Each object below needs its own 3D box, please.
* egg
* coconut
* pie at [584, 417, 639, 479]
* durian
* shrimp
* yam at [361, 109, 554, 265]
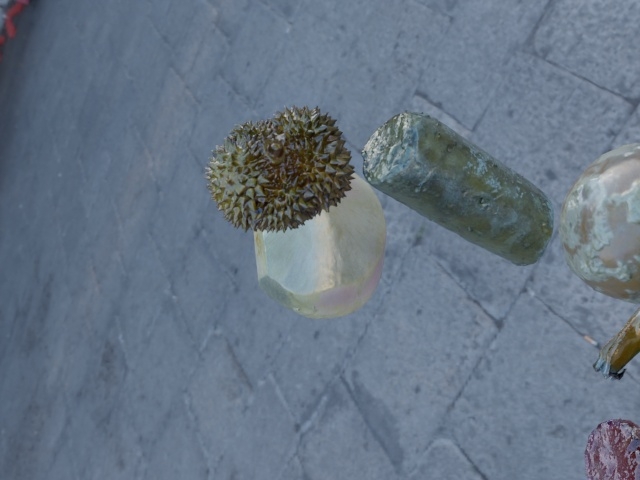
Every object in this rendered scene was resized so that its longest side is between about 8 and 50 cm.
[{"bbox_3d":[0.422,-0.023,0.988,0.204,0.245,0.203,-4,60,8],"label":"egg"},{"bbox_3d":[0.000,0.000,1.094,0.237,0.198,0.236,178,90,-89],"label":"coconut"},{"bbox_3d":[0.509,0.380,1.265,0.154,0.036,0.154,-174,90,-69],"label":"pie"},{"bbox_3d":[-0.042,-0.071,0.788,0.168,0.158,0.136,109,155,-78],"label":"durian"},{"bbox_3d":[0.320,0.117,0.719,0.049,0.166,0.161,35,139,42],"label":"shrimp"},{"bbox_3d":[0.122,-0.043,0.631,0.078,0.179,0.078,-48,26,33],"label":"yam"}]
